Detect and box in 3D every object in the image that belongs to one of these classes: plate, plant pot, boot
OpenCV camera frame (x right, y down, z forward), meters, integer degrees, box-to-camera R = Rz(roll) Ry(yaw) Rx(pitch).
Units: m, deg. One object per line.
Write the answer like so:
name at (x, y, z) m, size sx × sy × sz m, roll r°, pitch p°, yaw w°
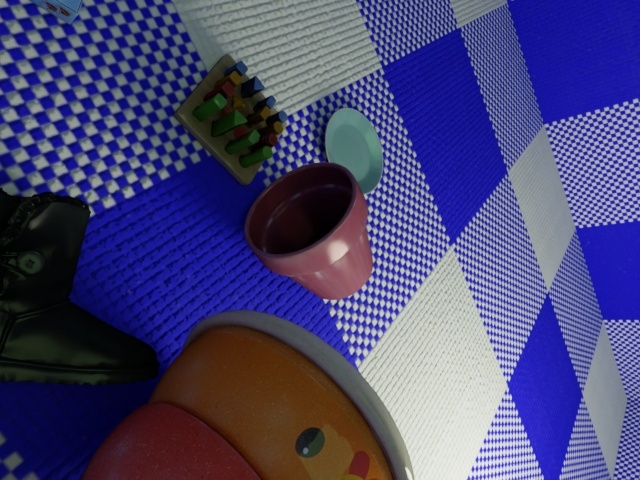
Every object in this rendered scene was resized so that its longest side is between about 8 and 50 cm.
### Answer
plate at (0.069, -0.188, 0.982) m, size 0.188 × 0.024 × 0.188 m, roll 8°, pitch 79°, yaw -45°
plant pot at (0.000, 0.000, 0.779) m, size 0.180 × 0.201 × 0.201 m, roll 57°, pitch 47°, yaw -43°
boot at (-0.290, 0.054, 0.530) m, size 0.246 × 0.094 × 0.207 m, roll 16°, pitch 76°, yaw -36°

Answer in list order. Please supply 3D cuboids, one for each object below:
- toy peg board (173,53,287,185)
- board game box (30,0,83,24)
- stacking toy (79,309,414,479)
toy peg board at (-0.121, -0.207, 0.755) m, size 0.161 × 0.079 × 0.161 m, roll 47°, pitch 54°, yaw -30°
board game box at (-0.380, -0.394, 0.553) m, size 0.211 × 0.039 × 0.160 m, roll 25°, pitch 67°, yaw -40°
stacking toy at (-0.156, 0.316, 0.418) m, size 0.480 × 0.350 × 0.351 m, roll -34°, pitch 107°, yaw -48°
